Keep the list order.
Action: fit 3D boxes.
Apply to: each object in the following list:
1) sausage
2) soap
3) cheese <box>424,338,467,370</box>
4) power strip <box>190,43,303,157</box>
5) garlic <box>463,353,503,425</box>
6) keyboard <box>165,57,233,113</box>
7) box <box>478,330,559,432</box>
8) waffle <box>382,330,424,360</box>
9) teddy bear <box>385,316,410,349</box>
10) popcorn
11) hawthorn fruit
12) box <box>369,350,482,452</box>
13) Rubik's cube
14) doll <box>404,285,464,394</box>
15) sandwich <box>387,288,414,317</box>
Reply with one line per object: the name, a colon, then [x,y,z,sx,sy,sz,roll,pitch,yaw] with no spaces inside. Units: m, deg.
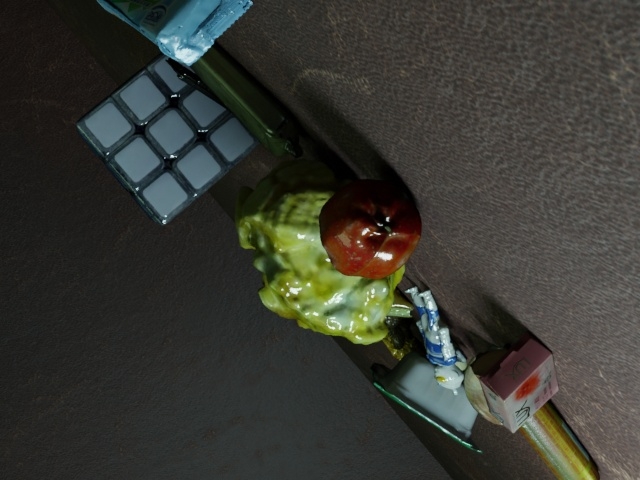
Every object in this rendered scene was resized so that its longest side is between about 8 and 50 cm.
sausage: [0.390,0.328,1.614,0.371,0.082,0.082,51,171,-21]
soap: [-0.243,-0.387,1.462,0.293,0.156,0.077,39,178,40]
cheese: [0.266,0.236,1.915,0.092,0.047,0.171,52,170,-20]
power strip: [-0.151,-0.282,1.773,0.387,0.066,0.092,48,170,27]
garlic: [0.321,0.260,1.696,0.128,0.090,0.198,13,138,50]
keyboard: [-0.225,-0.309,1.917,0.072,0.023,0.231,50,-168,33]
box: [0.308,0.222,1.452,0.060,0.111,0.156,43,171,35]
waffle: [0.188,0.243,2.337,0.228,0.051,0.231,49,171,21]
teddy bear: [0.146,0.166,2.108,0.160,0.119,0.078,37,136,-16]
popcorn: [0.005,0.010,1.708,0.292,0.293,0.334,-73,-29,-63]
hawthorn fruit: [0.080,-0.019,1.423,0.157,0.157,0.194,50,169,-3]
box: [0.243,0.325,2.032,0.264,0.106,0.336,33,178,2]
Rubik's cube: [-0.361,-0.242,2.184,0.301,0.304,0.305,52,170,-12]
doll: [0.225,0.199,1.809,0.227,0.057,0.114,66,163,-8]
sandwich: [0.093,0.094,2.042,0.244,0.088,0.090,46,174,18]
